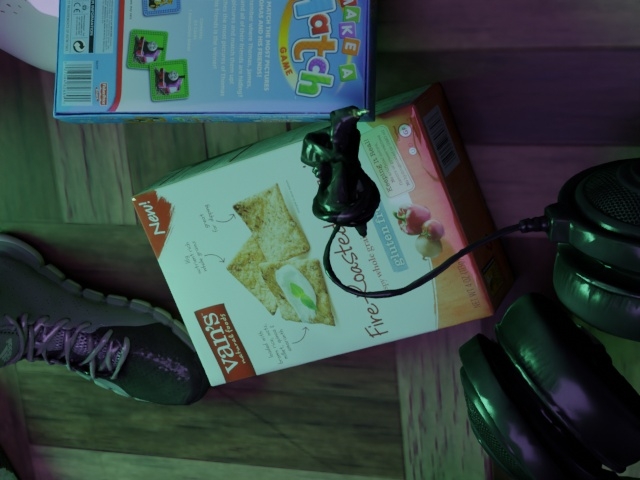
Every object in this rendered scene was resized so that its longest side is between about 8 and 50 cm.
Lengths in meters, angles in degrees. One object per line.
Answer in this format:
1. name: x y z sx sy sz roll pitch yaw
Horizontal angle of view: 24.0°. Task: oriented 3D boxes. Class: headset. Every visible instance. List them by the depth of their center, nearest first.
1. headset: 0.170 0.038 0.952 0.394 0.185 0.243 22 111 -19

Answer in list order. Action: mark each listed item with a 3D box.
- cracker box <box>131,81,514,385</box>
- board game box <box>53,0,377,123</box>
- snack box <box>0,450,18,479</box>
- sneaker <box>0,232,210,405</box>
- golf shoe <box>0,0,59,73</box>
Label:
1. cracker box: 0.000 0.000 1.066 0.232 0.067 0.155 -17 103 27
2. board game box: -0.068 -0.158 0.995 0.211 0.039 0.160 1 86 12
3. snack box: -0.327 0.271 1.307 0.187 0.060 0.322 -24 100 28
4. sneaker: -0.204 0.084 1.143 0.229 0.132 0.086 25 117 11
5. golf shoe: -0.276 -0.218 1.048 0.306 0.140 0.115 42 117 3
